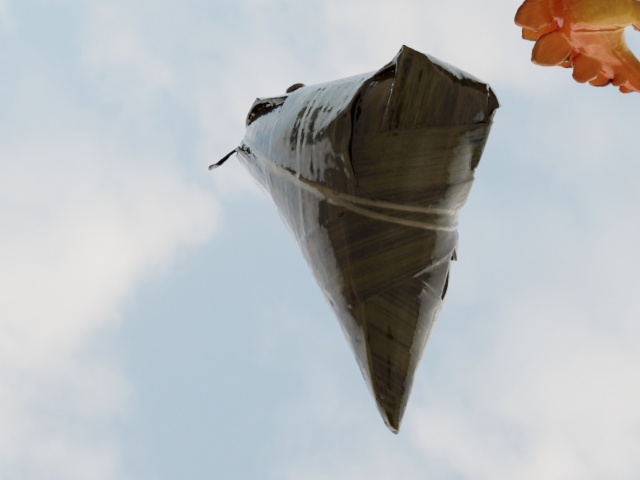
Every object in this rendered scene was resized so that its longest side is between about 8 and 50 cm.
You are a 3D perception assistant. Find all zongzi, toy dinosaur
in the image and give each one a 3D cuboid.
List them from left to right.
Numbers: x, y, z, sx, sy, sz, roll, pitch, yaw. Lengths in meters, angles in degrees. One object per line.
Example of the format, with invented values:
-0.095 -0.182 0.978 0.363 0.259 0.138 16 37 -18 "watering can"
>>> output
0.000 0.000 0.821 0.111 0.248 0.241 18 -100 -32 "zongzi"
0.182 -0.170 0.779 0.117 0.288 0.070 -12 -162 -3 "toy dinosaur"
